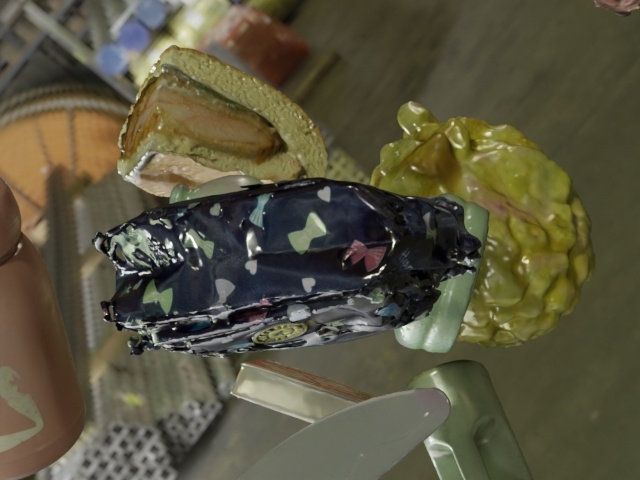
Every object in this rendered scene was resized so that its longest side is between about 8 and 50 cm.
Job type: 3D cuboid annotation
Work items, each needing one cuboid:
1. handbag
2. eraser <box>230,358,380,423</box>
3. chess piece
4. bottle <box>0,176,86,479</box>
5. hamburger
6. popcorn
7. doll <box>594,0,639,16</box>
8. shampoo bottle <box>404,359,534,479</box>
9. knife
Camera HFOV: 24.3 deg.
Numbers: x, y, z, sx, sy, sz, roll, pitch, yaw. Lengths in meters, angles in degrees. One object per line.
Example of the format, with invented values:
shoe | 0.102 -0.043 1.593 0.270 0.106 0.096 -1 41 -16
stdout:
handbag | -0.024 0.019 1.030 0.260 0.113 0.162 -12 -6 26
eraser | 0.002 0.157 1.467 0.230 0.157 0.038 53 -125 -85
chess piece | 0.000 0.000 1.288 0.139 0.272 0.139 15 -90 -89
bottle | -0.345 0.084 1.440 0.173 0.296 0.206 9 32 27
hamburger | -0.102 -0.109 1.574 0.155 0.208 0.135 142 135 -64
popcorn | 0.147 -0.005 1.477 0.259 0.259 0.212 -68 3 -46
doll | 0.271 -0.368 1.484 0.284 0.216 0.268 116 155 -45
shampoo bottle | 0.165 0.239 1.455 0.087 0.118 0.234 -27 65 11
knife | -0.031 0.150 0.758 0.244 0.058 0.032 -49 -19 13
